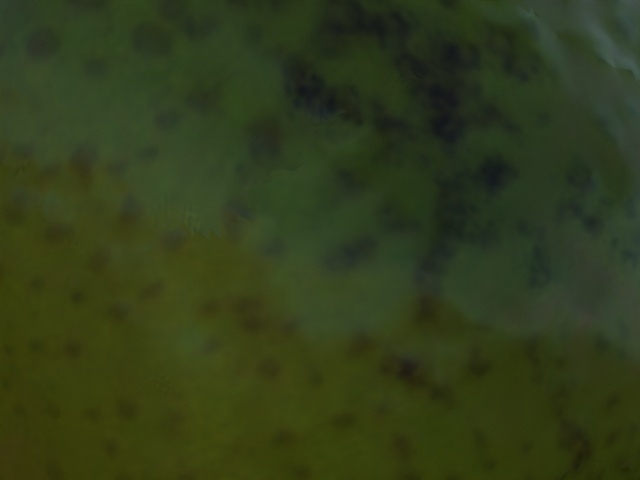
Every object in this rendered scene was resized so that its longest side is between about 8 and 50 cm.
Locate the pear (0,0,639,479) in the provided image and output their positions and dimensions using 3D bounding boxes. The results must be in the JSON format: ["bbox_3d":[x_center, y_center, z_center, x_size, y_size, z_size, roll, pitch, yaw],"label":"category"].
[{"bbox_3d":[0.000,0.000,0.503,0.391,0.391,0.391,11,15,-3],"label":"pear"}]
